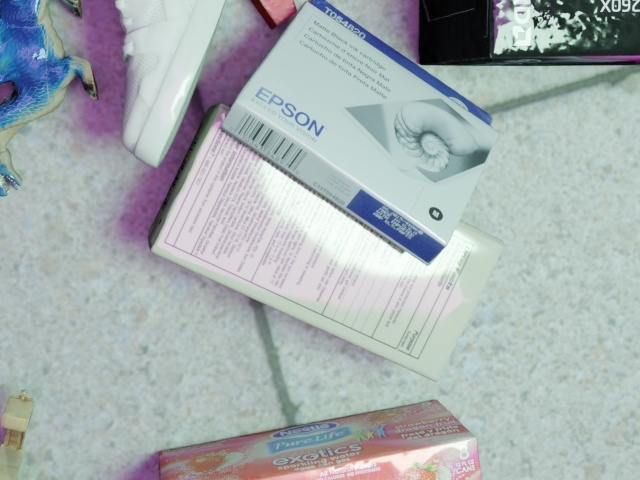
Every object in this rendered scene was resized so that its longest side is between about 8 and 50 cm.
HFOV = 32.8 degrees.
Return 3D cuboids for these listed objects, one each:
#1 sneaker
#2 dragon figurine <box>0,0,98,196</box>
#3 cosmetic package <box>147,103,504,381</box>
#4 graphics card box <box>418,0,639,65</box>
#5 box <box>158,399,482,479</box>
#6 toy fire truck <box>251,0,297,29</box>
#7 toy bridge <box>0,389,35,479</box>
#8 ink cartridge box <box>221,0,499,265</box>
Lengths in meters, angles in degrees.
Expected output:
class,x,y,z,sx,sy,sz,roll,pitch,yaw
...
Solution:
class,x,y,z,sx,sy,sz,roll,pitch,yaw
sneaker,-0.166,-0.221,0.941,0.169,0.108,0.292,17,83,-10
dragon figurine,-0.285,-0.184,0.979,0.144,0.085,0.289,-11,101,-9
cosmetic package,0.000,0.000,1.033,0.296,0.129,0.153,27,91,-12
graphics card box,0.295,-0.208,1.002,0.371,0.233,0.094,-1,98,-10
box,0.000,0.267,1.062,0.300,0.142,0.154,-10,99,-9
toy fire truck,-0.124,-0.263,1.016,0.135,0.047,0.192,-33,101,-4
toy bridge,-0.301,0.218,1.038,0.026,0.063,0.188,15,115,-11
ink cartridge box,0.052,-0.119,0.987,0.223,0.045,0.224,33,49,-6
